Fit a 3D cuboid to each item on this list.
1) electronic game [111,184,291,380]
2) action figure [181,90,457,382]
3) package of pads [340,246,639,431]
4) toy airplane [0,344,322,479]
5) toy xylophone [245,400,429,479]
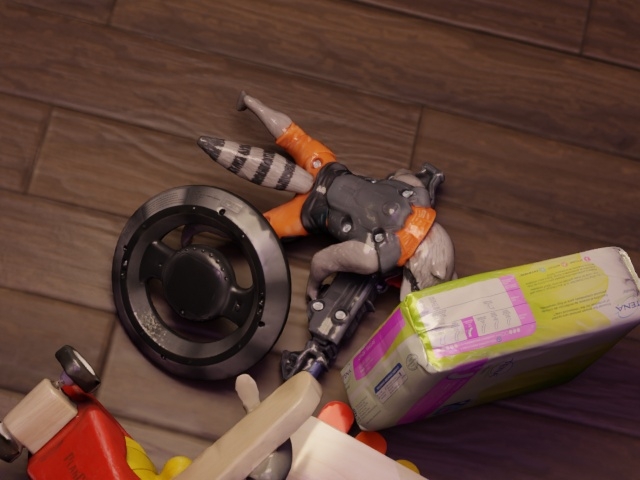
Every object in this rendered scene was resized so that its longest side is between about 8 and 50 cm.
[{"bbox_3d":[-0.140,0.049,2.003,0.229,0.048,0.229,4,99,23],"label":"electronic game"},{"bbox_3d":[0.000,0.000,2.031,0.330,0.178,0.341,20,67,12],"label":"action figure"},{"bbox_3d":[0.196,0.110,1.949,0.296,0.229,0.101,-12,70,-24],"label":"package of pads"},{"bbox_3d":[-0.190,0.315,1.829,0.386,0.272,0.384,-8,51,32],"label":"toy airplane"},{"bbox_3d":[0.046,0.335,1.958,0.322,0.081,0.236,37,71,8],"label":"toy xylophone"}]
